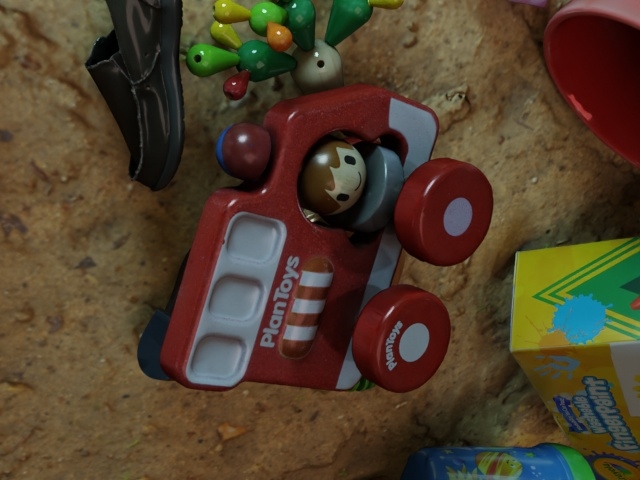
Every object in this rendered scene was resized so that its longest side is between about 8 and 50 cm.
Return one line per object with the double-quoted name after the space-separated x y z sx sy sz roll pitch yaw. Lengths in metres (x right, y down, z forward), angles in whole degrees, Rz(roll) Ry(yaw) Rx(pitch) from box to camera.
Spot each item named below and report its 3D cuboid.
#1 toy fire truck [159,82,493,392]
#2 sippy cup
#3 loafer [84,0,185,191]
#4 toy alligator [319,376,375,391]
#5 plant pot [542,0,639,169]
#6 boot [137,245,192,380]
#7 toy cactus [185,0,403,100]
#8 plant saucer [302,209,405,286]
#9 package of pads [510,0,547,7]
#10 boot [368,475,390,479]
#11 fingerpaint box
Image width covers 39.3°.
0.000 0.000 0.829 0.254 0.169 0.302 12 97 -40 "toy fire truck"
0.226 0.380 1.224 0.224 0.240 0.305 11 128 -13 "sippy cup"
-0.159 -0.144 0.759 0.079 0.080 0.219 -5 120 -16 "loafer"
0.008 0.159 1.085 0.190 0.051 0.056 9 116 -35 "toy alligator"
0.411 -0.220 0.932 0.243 0.275 0.275 -47 134 -7 "plant pot"
-0.101 0.056 0.951 0.219 0.082 0.106 -52 159 -2 "boot"
-0.007 -0.184 0.808 0.219 0.112 0.180 -40 144 -11 "toy cactus"
0.014 0.046 1.017 0.200 0.037 0.199 -16 129 -20 "plant saucer"
0.201 -0.267 0.906 0.083 0.032 0.050 1 118 -32 "package of pads"
-0.047 0.453 1.266 0.281 0.096 0.264 0 115 -39 "boot"
0.497 0.172 1.186 0.371 0.163 0.445 -9 140 29 "fingerpaint box"
